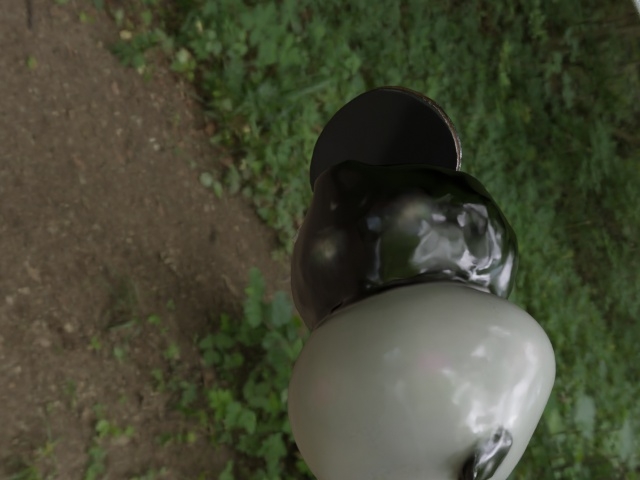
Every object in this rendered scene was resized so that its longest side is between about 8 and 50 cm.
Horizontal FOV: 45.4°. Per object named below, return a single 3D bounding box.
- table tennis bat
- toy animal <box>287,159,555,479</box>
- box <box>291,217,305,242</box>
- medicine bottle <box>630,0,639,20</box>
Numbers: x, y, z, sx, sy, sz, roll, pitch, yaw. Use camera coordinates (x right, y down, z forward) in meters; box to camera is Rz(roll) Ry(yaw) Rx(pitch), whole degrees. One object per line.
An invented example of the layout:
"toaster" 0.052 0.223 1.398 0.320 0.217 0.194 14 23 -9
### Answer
"table tennis bat" 0.041 -0.039 0.703 0.220 0.130 0.019 -59 173 28
"toy animal" 0.063 0.076 0.548 0.165 0.187 0.235 29 42 -39
"box" 0.000 0.000 1.239 0.046 0.083 0.012 -58 165 -17
"medicine bottle" 0.392 -0.294 0.778 0.201 0.171 0.052 28 37 -50
